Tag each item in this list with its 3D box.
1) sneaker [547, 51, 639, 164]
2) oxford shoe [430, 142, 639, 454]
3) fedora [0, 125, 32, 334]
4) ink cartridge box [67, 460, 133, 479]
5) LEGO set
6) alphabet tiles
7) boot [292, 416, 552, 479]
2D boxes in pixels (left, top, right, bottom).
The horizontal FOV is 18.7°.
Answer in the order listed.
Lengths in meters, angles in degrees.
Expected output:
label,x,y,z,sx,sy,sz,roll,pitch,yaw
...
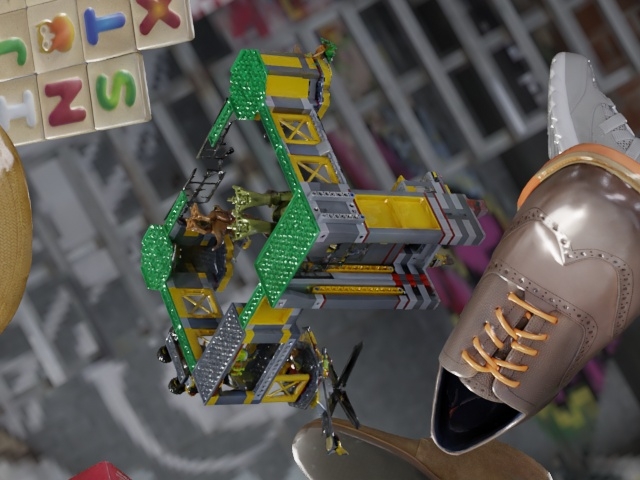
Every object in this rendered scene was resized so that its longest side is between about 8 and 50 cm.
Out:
label,x,y,z,sx,sy,sz,roll,pitch,yaw
sneaker,0.292,-0.066,1.899,0.115,0.281,0.105,-13,151,-1
oxford shoe,0.173,0.060,1.504,0.133,0.130,0.364,-51,169,-32
fedora,-0.212,-0.025,0.986,0.194,0.194,0.079,-30,179,30
ink cartridge box,-0.193,0.318,1.745,0.127,0.176,0.128,-30,138,11
LEGO set,0.000,0.000,1.682,0.192,0.255,0.331,2,130,-32
alphabet tiles,-0.253,-0.226,1.660,0.342,0.285,0.011,-8,-179,35
boot,0.113,0.246,2.046,0.112,0.305,0.115,-55,-165,42
